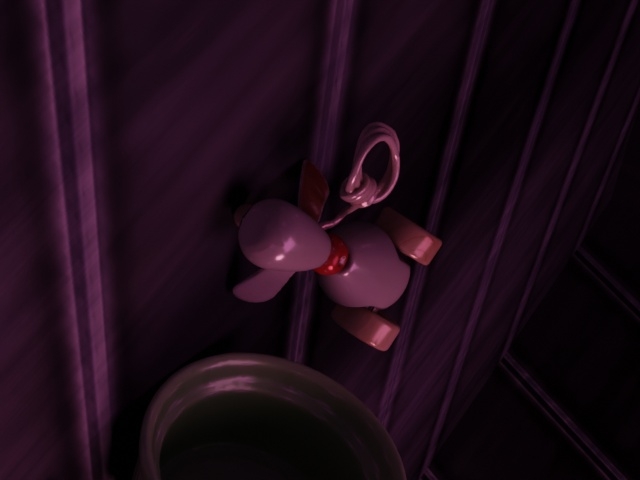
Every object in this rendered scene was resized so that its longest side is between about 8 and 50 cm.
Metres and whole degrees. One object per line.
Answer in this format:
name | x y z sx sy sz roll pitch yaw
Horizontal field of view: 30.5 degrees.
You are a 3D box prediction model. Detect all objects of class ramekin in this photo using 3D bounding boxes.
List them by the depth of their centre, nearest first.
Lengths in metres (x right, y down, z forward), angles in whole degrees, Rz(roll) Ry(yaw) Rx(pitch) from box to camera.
ramekin | -0.070 0.285 1.307 0.303 0.303 0.148 -36 158 -49

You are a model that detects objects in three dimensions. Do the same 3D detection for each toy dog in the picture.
toy dog | 0.000 0.000 1.331 0.220 0.161 0.333 -51 145 -15
